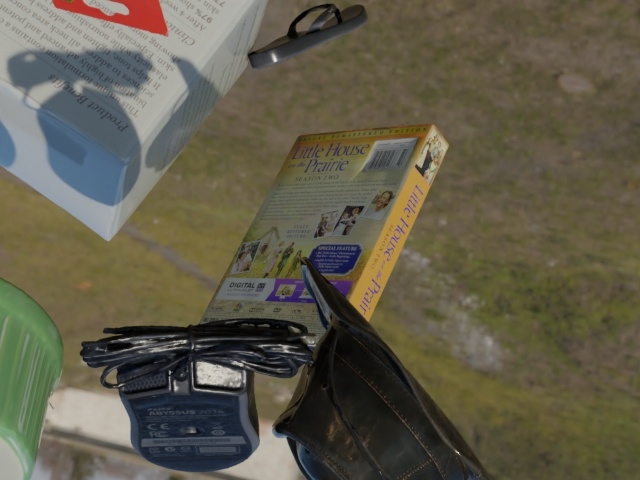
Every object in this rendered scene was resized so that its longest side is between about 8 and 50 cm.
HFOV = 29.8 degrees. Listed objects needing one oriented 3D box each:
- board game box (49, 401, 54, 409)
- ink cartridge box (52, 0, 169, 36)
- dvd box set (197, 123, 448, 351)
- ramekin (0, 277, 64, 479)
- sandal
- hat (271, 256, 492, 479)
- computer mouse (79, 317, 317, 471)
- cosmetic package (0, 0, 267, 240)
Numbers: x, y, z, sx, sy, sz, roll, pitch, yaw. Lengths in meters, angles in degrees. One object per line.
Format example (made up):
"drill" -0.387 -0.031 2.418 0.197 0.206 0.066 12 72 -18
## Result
"board game box" -0.385 0.146 1.593 0.133 0.033 0.169 39 158 52
"ink cartridge box" -0.229 -0.255 1.101 0.145 0.045 0.179 17 146 23
"dvd box set" 0.000 0.000 1.919 0.307 0.420 0.062 -1 143 43
"ramekin" -0.414 0.161 1.189 0.303 0.148 0.303 -2 140 -2
"sandal" -0.014 -0.341 1.931 0.097 0.054 0.254 -5 -160 45
"hat" 0.036 0.177 1.113 0.331 0.134 0.331 50 175 6
"computer mouse" -0.107 0.127 1.063 0.188 0.072 0.272 0 149 -6
"cosmetic package" -0.316 -0.283 1.754 0.329 0.394 0.327 35 158 0
